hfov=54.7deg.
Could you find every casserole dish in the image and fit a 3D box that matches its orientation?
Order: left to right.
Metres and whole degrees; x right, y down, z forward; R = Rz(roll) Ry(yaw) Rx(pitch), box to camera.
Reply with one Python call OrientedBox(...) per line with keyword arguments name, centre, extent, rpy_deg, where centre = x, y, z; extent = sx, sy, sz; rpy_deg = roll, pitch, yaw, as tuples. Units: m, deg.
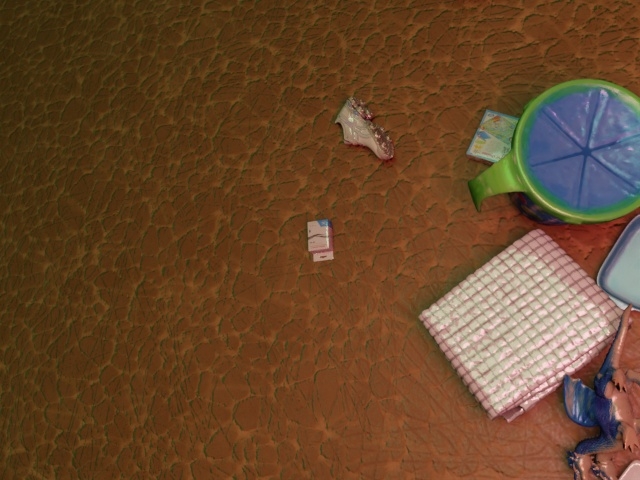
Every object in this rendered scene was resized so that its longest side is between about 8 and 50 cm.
OrientedBox(name="casserole dish", centre=(0.566, 0.040, 1.078), extent=(0.114, 0.037, 0.188), rpy_deg=(32, 89, 27))

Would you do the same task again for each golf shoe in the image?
OrientedBox(name="golf shoe", centre=(0.094, -0.228, 1.352), extent=(0.086, 0.069, 0.176), rpy_deg=(-45, 58, 27))

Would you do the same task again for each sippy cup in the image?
OrientedBox(name="sippy cup", centre=(0.425, -0.125, 1.065), extent=(0.305, 0.224, 0.240), rpy_deg=(19, 82, 7))

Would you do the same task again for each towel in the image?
OrientedBox(name="towel", centre=(0.354, 0.152, 1.090), extent=(0.284, 0.121, 0.235), rpy_deg=(-39, 65, 6))

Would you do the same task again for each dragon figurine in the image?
OrientedBox(name="dragon figurine", centre=(0.440, 0.249, 0.968), extent=(0.085, 0.144, 0.289), rpy_deg=(-1, 80, -23))

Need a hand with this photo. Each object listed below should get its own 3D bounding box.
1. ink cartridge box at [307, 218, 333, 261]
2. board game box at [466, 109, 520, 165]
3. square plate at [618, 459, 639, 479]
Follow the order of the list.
OrientedBox(name="ink cartridge box", centre=(0.000, 0.000, 1.329), extent=(0.048, 0.028, 0.083), rpy_deg=(-9, 71, 20))
OrientedBox(name="board game box", centre=(0.383, -0.191, 1.229), extent=(0.154, 0.026, 0.103), rpy_deg=(24, 84, 27))
OrientedBox(name="square plate", centre=(0.528, 0.579, 0.924), extent=(0.344, 0.049, 0.347), rpy_deg=(37, 90, 27))
